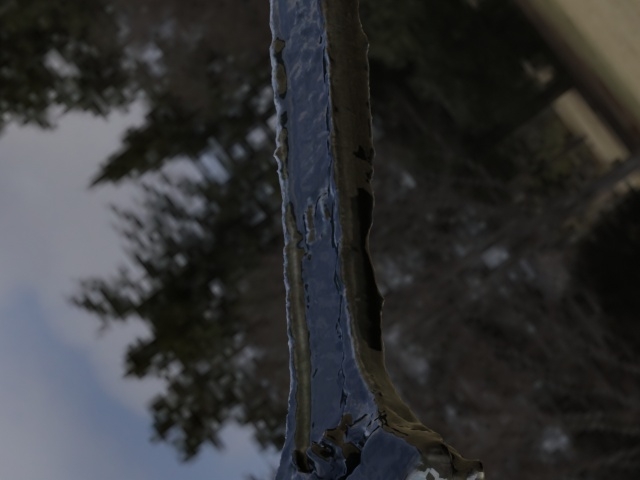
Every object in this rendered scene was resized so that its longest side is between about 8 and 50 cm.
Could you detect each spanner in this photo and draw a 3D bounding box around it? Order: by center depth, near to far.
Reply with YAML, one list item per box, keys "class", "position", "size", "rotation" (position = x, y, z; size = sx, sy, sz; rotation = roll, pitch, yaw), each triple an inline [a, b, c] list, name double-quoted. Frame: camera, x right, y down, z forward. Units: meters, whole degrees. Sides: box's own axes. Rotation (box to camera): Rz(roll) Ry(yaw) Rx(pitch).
- class: "spanner"
  position: [0.000, 0.000, 0.503]
  size: [0.026, 0.093, 0.325]
  rotation: [27, -138, -31]
